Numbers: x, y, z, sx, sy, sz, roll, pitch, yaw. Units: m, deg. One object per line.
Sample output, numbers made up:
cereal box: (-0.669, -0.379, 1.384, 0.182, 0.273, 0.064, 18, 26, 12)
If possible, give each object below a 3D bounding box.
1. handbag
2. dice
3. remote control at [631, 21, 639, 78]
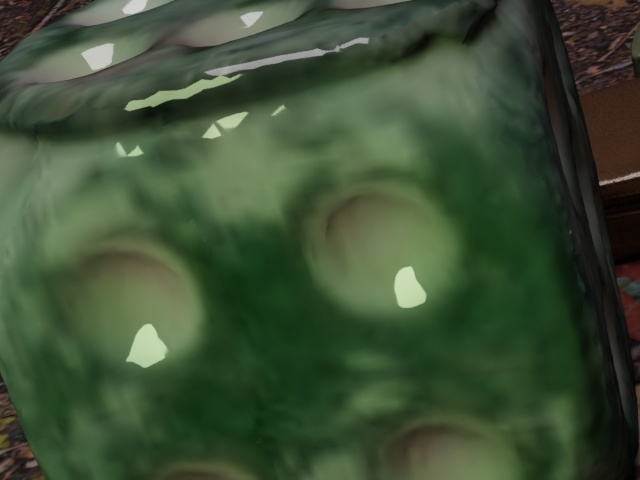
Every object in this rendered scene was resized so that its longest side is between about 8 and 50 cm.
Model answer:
handbag: (0.234, -0.058, 1.439, 0.151, 0.072, 0.193, -15, 25, 11)
dice: (0.000, 0.000, 1.146, 0.328, 0.348, 0.330, -12, 25, 12)
remote control: (0.413, -0.191, 1.634, 0.285, 0.038, 0.123, -9, 25, 22)
